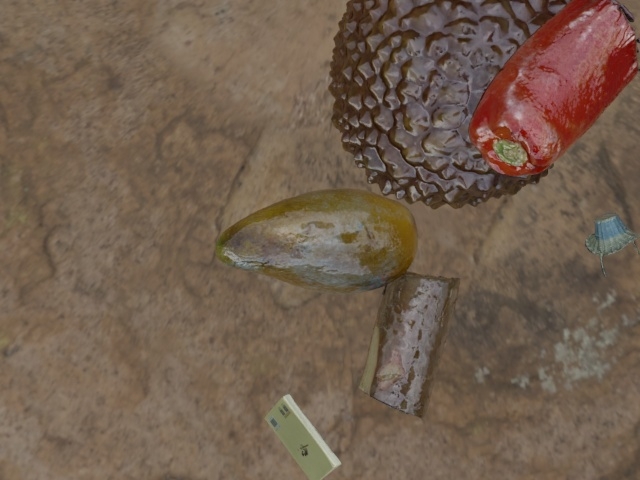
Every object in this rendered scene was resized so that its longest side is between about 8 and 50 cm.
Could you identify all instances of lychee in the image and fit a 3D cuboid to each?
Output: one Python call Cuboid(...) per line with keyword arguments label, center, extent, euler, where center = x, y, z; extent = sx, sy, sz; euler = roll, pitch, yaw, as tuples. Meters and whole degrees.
Cuboid(label="lychee", center=(0.136, -0.152, 0.955), extent=(0.267, 0.267, 0.267), euler=(0, 107, 2))

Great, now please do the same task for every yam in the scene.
Cuboid(label="yam", center=(0.145, 0.160, 1.664), extent=(0.128, 0.129, 0.238), euler=(21, 84, -46))

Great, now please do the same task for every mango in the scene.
Cuboid(label="mango", center=(0.000, 0.000, 1.539), extent=(0.316, 0.146, 0.193), euler=(2, 149, -21))

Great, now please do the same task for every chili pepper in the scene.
Cuboid(label="chili pepper", center=(0.152, -0.098, 0.671), extent=(0.070, 0.073, 0.123), euler=(42, 79, 9))

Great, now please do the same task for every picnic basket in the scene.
Cuboid(label="picnic basket", center=(0.404, 0.002, 1.405), extent=(0.065, 0.083, 0.083), euler=(-29, 105, -23))

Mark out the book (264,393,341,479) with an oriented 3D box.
Cuboid(label="book", center=(-0.023, 0.255, 1.311), extent=(0.111, 0.014, 0.077), euler=(52, 145, 11))
